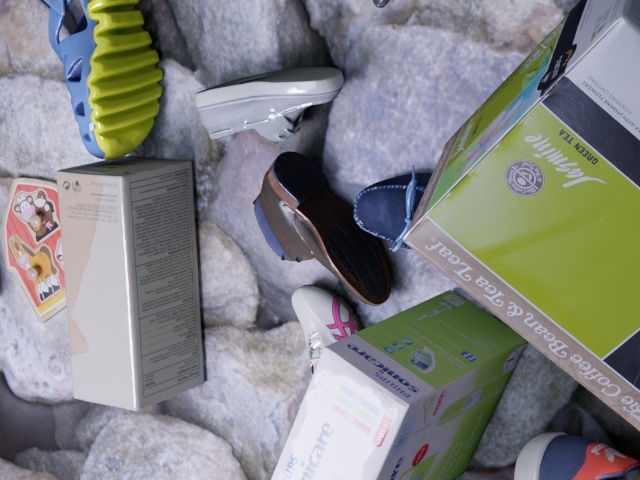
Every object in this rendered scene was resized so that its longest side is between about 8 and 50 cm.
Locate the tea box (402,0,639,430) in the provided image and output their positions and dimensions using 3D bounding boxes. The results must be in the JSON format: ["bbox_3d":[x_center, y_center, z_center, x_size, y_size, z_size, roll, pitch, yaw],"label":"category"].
[{"bbox_3d":[0.317,-0.046,1.487,0.329,0.220,0.323,39,122,-8],"label":"tea box"}]

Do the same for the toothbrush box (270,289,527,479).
[{"bbox_3d":[0.089,0.197,1.729,0.122,0.283,0.206,34,117,24],"label":"toothbrush box"}]

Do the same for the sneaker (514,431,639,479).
[{"bbox_3d":[0.304,0.394,1.719,0.148,0.131,0.350,3,102,39],"label":"sneaker"}]

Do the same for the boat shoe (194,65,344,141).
[{"bbox_3d":[-0.057,-0.163,1.881,0.227,0.079,0.081,-4,108,40],"label":"boat shoe"}]

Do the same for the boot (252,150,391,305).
[{"bbox_3d":[0.000,0.000,1.889,0.219,0.082,0.106,55,146,6],"label":"boot"}]

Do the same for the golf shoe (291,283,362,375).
[{"bbox_3d":[0.017,0.135,1.887,0.067,0.086,0.186,-42,75,35],"label":"golf shoe"}]

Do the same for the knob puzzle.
[{"bbox_3d":[-0.394,-0.001,2.173,0.213,0.030,0.213,9,106,33],"label":"knob puzzle"}]

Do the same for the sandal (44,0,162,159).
[{"bbox_3d":[-0.297,-0.261,1.998,0.138,0.126,0.317,-7,89,39],"label":"sandal"}]

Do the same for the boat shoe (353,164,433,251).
[{"bbox_3d":[0.142,-0.031,1.758,0.258,0.089,0.109,2,102,34],"label":"boat shoe"}]

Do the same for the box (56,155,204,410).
[{"bbox_3d":[-0.247,0.053,2.014,0.121,0.148,0.311,6,103,35],"label":"box"}]

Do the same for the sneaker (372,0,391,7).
[{"bbox_3d":[0.071,-0.310,1.775,0.031,0.035,0.083,23,113,29],"label":"sneaker"}]
